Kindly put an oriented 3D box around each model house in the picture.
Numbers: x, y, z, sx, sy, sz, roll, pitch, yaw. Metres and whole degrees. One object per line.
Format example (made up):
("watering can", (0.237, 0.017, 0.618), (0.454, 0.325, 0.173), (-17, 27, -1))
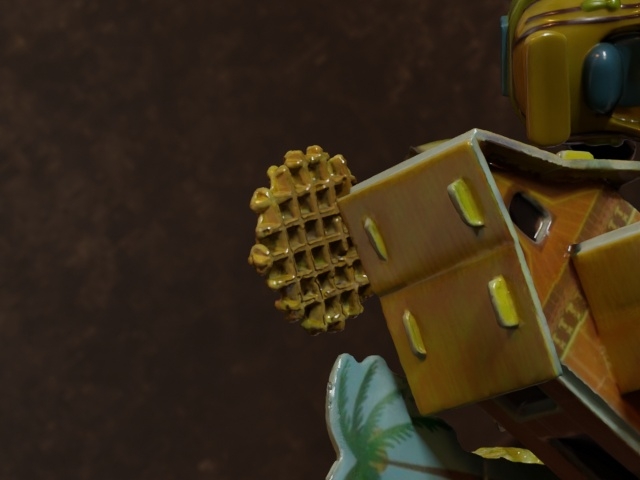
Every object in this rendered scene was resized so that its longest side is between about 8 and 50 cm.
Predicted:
("model house", (0.161, 0.085, 1.344), (0.323, 0.340, 0.300), (42, -34, -17))

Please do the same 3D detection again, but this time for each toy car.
("toy car", (0.266, -0.140, 1.559), (0.142, 0.248, 0.200), (-83, 167, -66))

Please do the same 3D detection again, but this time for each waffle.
("waffle", (-0.004, 0.001, 1.966), (0.038, 0.191, 0.191), (-6, -49, 46))

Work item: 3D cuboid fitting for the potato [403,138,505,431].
("potato", (0.235, 0.002, 2.189), (0.330, 0.213, 0.280), (89, -22, -51))

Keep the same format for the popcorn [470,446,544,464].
("popcorn", (0.196, 0.316, 2.061), (0.184, 0.221, 0.204), (-41, -113, 63))
